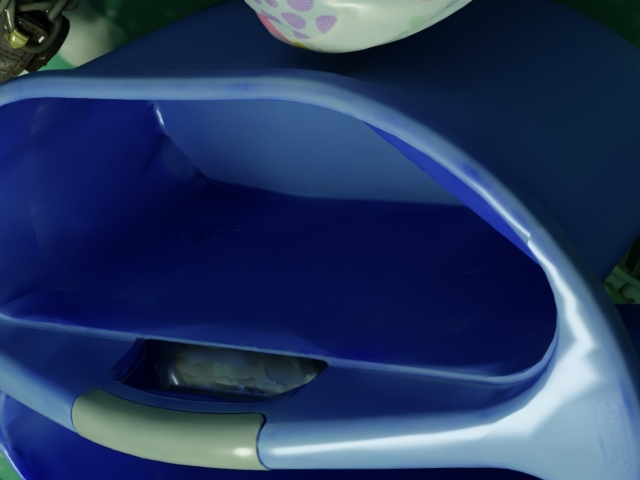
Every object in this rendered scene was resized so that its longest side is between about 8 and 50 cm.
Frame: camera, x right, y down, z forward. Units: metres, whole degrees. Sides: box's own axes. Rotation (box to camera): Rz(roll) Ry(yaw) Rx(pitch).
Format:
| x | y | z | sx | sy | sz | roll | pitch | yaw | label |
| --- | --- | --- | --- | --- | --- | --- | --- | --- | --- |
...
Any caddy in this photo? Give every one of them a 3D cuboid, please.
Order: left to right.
| x | y | z | sx | sy | sz | roll | pitch | yaw | label |
| --- | --- | --- | --- | --- | --- | --- | --- | --- | --- |
| -0.009 | 0.034 | 0.716 | 0.341 | 0.179 | 0.241 | 4 | 119 | 39 | caddy |

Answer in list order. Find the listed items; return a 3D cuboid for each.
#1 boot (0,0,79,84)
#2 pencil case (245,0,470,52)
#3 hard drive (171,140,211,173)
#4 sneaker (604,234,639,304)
| x | y | z | sx | sy | sz | roll | pitch | yaw | label |
| --- | --- | --- | --- | --- | --- | --- | --- | --- | --- |
| -0.202 | -0.145 | 0.759 | 0.229 | 0.091 | 0.263 | 29 | 150 | -19 | boot |
| -0.033 | -0.184 | 0.571 | 0.124 | 0.113 | 0.273 | -37 | 124 | 4 | pencil case |
| 0.000 | 0.000 | 0.856 | 0.094 | 0.022 | 0.135 | -7 | 122 | 37 | hard drive |
| 0.159 | 0.001 | 0.762 | 0.075 | 0.063 | 0.170 | -19 | 125 | 32 | sneaker |
